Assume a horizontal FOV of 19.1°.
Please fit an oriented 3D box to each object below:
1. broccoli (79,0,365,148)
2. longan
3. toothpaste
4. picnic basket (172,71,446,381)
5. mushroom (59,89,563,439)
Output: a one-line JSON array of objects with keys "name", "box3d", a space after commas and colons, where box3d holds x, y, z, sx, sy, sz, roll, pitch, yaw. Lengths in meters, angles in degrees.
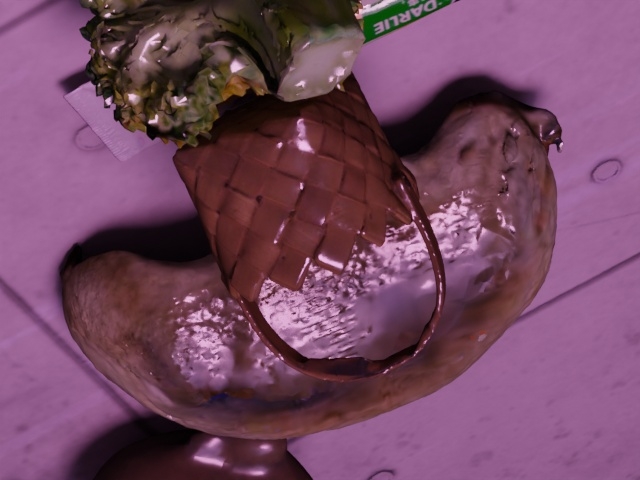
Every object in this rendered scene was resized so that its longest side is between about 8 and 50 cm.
[{"name": "broccoli", "box3d": [-0.039, -0.136, 0.993, 0.194, 0.194, 0.220, 23, 113, -41]}, {"name": "longan", "box3d": [-0.082, 0.206, 1.384, 0.184, 0.159, 0.204, 15, 121, -26]}, {"name": "toothpaste", "box3d": [0.001, -0.135, 1.133, 0.314, 0.056, 0.058, -26, 101, 8]}, {"name": "picnic basket", "box3d": [0.000, 0.000, 1.106, 0.128, 0.138, 0.179, -16, 103, 20]}, {"name": "mushroom", "box3d": [0.006, 0.029, 1.251, 0.344, 0.130, 0.247, -17, 142, -8]}]
